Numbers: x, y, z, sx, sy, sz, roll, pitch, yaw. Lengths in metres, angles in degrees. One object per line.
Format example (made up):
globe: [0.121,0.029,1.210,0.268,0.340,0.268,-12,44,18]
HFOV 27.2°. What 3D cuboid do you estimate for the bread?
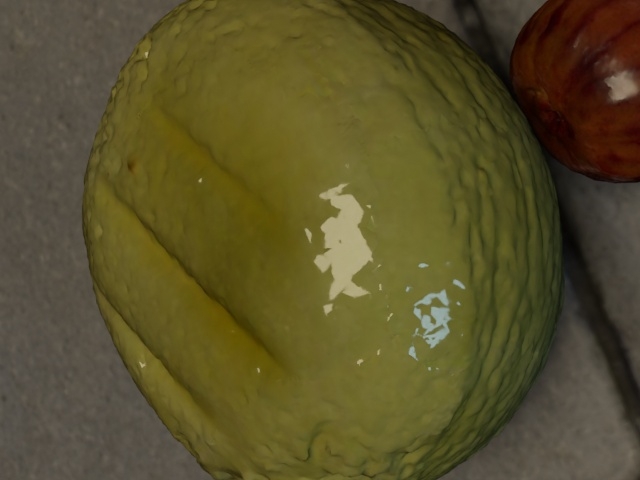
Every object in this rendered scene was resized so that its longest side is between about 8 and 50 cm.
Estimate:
bread: [-0.008,-0.001,0.795,0.320,0.237,0.320,-7,80,40]

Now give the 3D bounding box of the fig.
fig: [0.178,-0.102,0.784,0.128,0.150,0.128,16,129,22]
